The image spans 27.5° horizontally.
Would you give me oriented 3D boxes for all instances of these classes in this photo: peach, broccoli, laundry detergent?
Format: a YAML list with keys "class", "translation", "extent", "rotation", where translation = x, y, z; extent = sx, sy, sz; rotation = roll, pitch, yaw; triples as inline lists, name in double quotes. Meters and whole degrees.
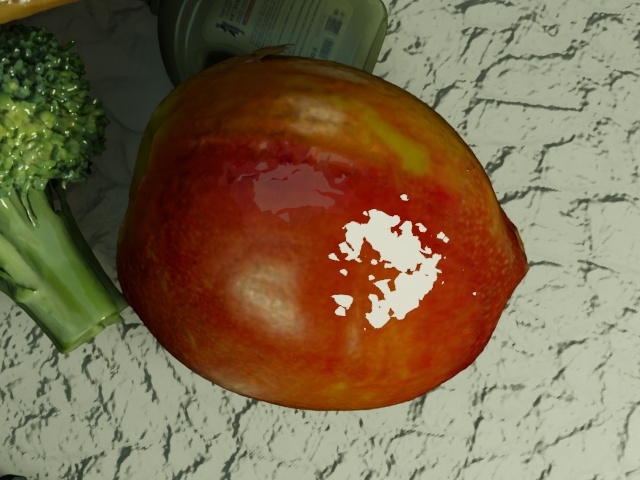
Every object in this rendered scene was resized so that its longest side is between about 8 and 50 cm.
- class: "peach"
  translation: [0.000, 0.001, 1.187]
  extent: [0.372, 0.290, 0.373]
  rotation: [-2, 111, -5]
- class: "broccoli"
  translation: [-0.341, -0.022, 1.223]
  extent: [0.375, 0.249, 0.302]
  rotation: [-42, 61, 27]
- class: "laundry detergent"
  translation: [-0.070, -0.213, 1.335]
  extent: [0.253, 0.091, 0.181]
  rotation: [20, 88, 8]

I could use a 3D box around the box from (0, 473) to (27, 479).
- class: "box"
  translation: [-0.291, 0.346, 1.259]
  extent: [0.130, 0.162, 0.227]
  rotation: [10, 84, -4]

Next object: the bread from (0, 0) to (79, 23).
- class: "bread"
  translation: [-0.221, -0.293, 1.237]
  extent: [0.288, 0.152, 0.119]
  rotation: [-26, 109, -24]
